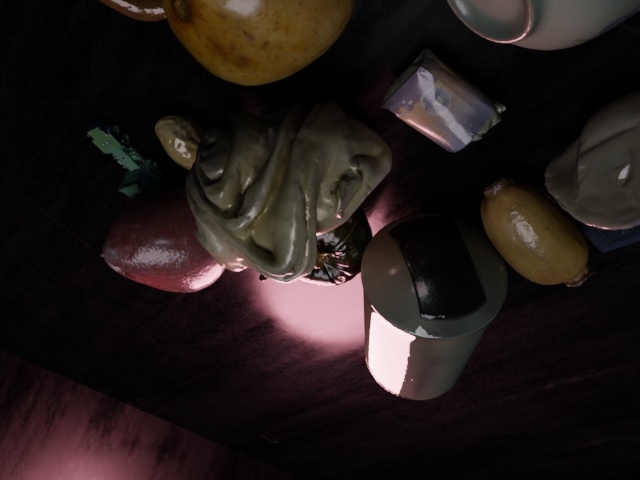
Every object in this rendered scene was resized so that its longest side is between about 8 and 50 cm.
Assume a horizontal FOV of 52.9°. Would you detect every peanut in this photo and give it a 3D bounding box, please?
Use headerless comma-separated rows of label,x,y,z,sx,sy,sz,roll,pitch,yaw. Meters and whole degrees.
peanut,-0.221,-0.168,1.242,0.214,0.090,0.098,30,153,-21

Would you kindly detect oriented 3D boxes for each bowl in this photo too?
bowl,0.231,-0.320,0.729,0.289,0.146,0.289,39,169,10

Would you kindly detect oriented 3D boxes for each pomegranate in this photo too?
pomegranate,-0.080,-0.333,0.856,0.260,0.261,0.260,9,143,7

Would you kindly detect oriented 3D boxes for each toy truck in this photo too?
toy truck,-0.409,-0.163,1.322,0.067,0.081,0.175,-13,136,29

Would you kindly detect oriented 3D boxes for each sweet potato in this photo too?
sweet potato,-0.325,-0.396,1.005,0.281,0.059,0.067,18,109,-10

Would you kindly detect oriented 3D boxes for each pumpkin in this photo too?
pumpkin,0.000,0.000,1.333,0.223,0.157,0.224,5,132,6

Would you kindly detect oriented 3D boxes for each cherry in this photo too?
cherry,-0.311,0.001,1.363,0.307,0.221,0.261,-5,159,-31

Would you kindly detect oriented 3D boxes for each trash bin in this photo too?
trash bin,0.220,0.144,1.355,0.280,0.280,0.432,9,147,8

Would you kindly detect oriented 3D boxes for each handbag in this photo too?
handbag,0.198,-0.214,1.036,0.173,0.095,0.117,30,145,-16

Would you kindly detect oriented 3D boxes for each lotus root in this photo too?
lotus root,0.402,-0.003,1.201,0.303,0.131,0.146,40,171,-27

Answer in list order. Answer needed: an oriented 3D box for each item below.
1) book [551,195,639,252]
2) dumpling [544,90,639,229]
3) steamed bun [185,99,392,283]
book,0.582,-0.075,1.143,0.191,0.025,0.269,37,138,-27
dumpling,0.481,-0.108,0.968,0.175,0.227,0.243,22,151,-6
steamed bun,-0.096,-0.105,1.079,0.394,0.347,0.237,-33,119,23
